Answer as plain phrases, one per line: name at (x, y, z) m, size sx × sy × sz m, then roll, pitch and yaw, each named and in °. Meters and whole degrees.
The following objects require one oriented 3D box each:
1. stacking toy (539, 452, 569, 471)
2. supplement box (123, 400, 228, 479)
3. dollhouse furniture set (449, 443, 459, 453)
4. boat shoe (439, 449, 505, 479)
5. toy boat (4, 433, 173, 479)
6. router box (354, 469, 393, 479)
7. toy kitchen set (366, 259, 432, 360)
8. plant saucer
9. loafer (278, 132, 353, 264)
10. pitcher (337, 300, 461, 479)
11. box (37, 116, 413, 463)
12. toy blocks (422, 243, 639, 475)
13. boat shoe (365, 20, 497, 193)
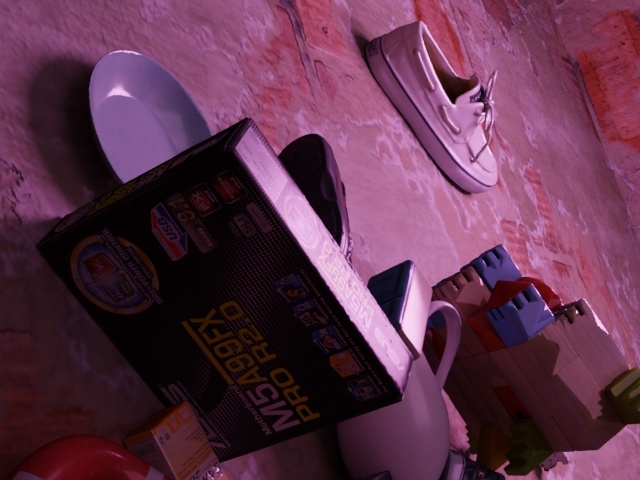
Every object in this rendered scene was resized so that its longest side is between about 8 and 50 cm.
stacking toy at (0.338, 0.246, 1.633) m, size 0.221 × 0.052 × 0.167 m, roll 53°, pitch 28°, yaw -19°
supplement box at (-0.121, 0.199, 0.872) m, size 0.098 × 0.036 × 0.062 m, roll 63°, pitch 28°, yaw -5°
dollhouse furniture set at (0.161, 0.333, 1.248) m, size 0.182 × 0.101 × 0.161 m, roll 48°, pitch -5°, yaw -2°
boat shoe at (0.150, 0.334, 1.120) m, size 0.083 × 0.065 × 0.183 m, roll 24°, pitch 76°, yaw -13°
toy boat at (-0.117, 0.225, 0.685) m, size 0.231 × 0.151 × 0.151 m, roll 35°, pitch 50°, yaw -9°
router box at (0.011, 0.371, 0.920) m, size 0.309 × 0.081 × 0.243 m, roll -6°, pitch 73°, yaw -61°
toy kitchen set at (-0.027, 0.056, 0.959) m, size 0.166 × 0.207 × 0.122 m, roll 55°, pitch 24°, yaw -18°
plant saucer at (-0.174, -0.098, 1.015) m, size 0.195 × 0.037 × 0.195 m, roll 39°, pitch 38°, yaw -39°
loafer at (0.000, 0.000, 1.176) m, size 0.095 × 0.109 × 0.303 m, roll 48°, pitch 29°, yaw -38°
pitcher at (0.099, 0.173, 1.132) m, size 0.177 × 0.125 × 0.207 m, roll -3°, pitch 88°, yaw -35°
box at (-0.079, 0.056, 0.869) m, size 0.270 × 0.216 × 0.060 m, roll 56°, pitch 28°, yaw -19°
toy blocks at (0.231, 0.131, 1.254) m, size 0.190 × 0.381 × 0.261 m, roll -33°, pitch 89°, yaw -21°
boat shoe at (0.242, -0.237, 1.724) m, size 0.367 × 0.156 × 0.136 m, roll 49°, pitch 32°, yaw -28°
